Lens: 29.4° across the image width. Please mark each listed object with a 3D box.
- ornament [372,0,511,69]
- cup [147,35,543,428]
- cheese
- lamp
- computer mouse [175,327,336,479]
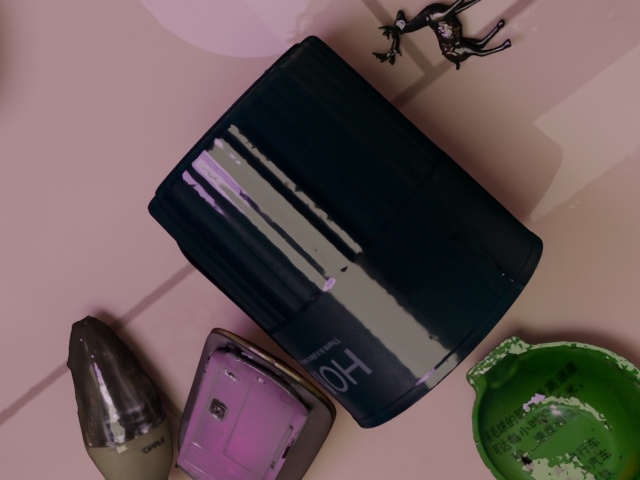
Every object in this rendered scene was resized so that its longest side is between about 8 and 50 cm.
[{"bbox_3d":[0.107,-0.189,1.136,0.125,0.028,0.073,-21,107,22],"label":"ornament"},{"bbox_3d":[0.013,-0.013,1.157,0.292,0.308,0.242,44,86,-6],"label":"cup"},{"bbox_3d":[0.286,0.225,1.250,0.320,0.083,0.204,43,116,-4],"label":"cheese"},{"bbox_3d":[-0.224,0.202,1.377,0.101,0.101,0.250,-10,107,20],"label":"lamp"},{"bbox_3d":[-0.076,0.195,1.314,0.158,0.072,0.310,32,143,8],"label":"computer mouse"}]
